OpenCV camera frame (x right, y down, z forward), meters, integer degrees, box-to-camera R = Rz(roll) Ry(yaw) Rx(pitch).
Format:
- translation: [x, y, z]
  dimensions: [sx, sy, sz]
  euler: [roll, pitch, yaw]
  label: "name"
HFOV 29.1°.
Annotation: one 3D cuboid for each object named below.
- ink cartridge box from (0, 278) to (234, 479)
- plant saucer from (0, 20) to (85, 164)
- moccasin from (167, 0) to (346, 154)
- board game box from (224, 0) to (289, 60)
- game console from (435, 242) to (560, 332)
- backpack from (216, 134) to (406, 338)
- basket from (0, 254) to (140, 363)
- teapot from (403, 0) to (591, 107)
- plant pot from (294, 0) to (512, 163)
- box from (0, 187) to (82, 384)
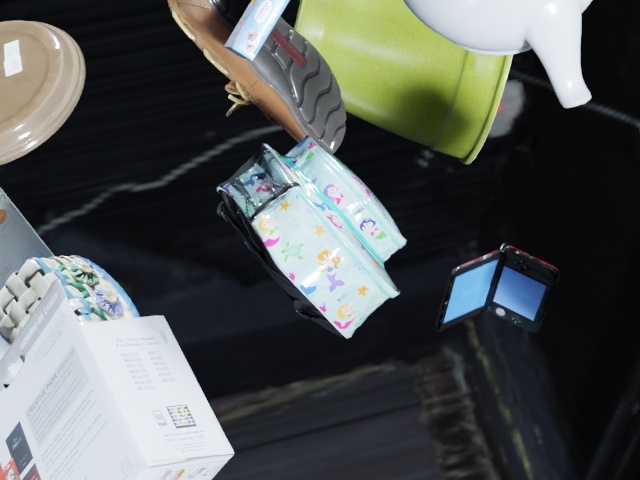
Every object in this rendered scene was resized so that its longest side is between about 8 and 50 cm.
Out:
- translation: [-0.281, 0.237, 1.486]
  dimensions: [0.309, 0.130, 0.271]
  euler: [-50, -123, 32]
  label: "ink cartridge box"
- translation: [-0.481, -0.225, 1.818]
  dimensions: [0.041, 0.278, 0.277]
  euler: [65, 3, -52]
  label: "plant saucer"
- translation: [-0.098, -0.272, 1.966]
  dimensions: [0.147, 0.380, 0.139]
  euler: [-8, -129, 46]
  label: "moccasin"
- translation: [-0.060, -0.349, 1.714]
  dimensions: [0.211, 0.039, 0.160]
  euler: [-59, -168, 4]
  label: "board game box"
- translation: [0.233, 0.081, 1.631]
  dimensions: [0.124, 0.085, 0.144]
  euler: [27, -35, 15]
  label: "game console"
- translation: [0.000, 0.000, 1.665]
  dimensions: [0.225, 0.191, 0.253]
  euler: [49, 6, -42]
  label: "backpack"
- translation: [-0.400, 0.155, 2.091]
  dimensions: [0.255, 0.201, 0.289]
  euler: [45, 2, 22]
  label: "basket"
- translation: [0.188, -0.289, 1.302]
  dimensions: [0.187, 0.253, 0.256]
  euler: [74, 35, -51]
  label: "teapot"
- translation: [0.129, -0.351, 2.145]
  dimensions: [0.366, 0.353, 0.366]
  euler: [-167, -90, -86]
  label: "plant pot"
- translation: [-0.618, 0.067, 2.238]
  dimensions: [0.168, 0.215, 0.345]
  euler: [-2, -49, 44]
  label: "box"
